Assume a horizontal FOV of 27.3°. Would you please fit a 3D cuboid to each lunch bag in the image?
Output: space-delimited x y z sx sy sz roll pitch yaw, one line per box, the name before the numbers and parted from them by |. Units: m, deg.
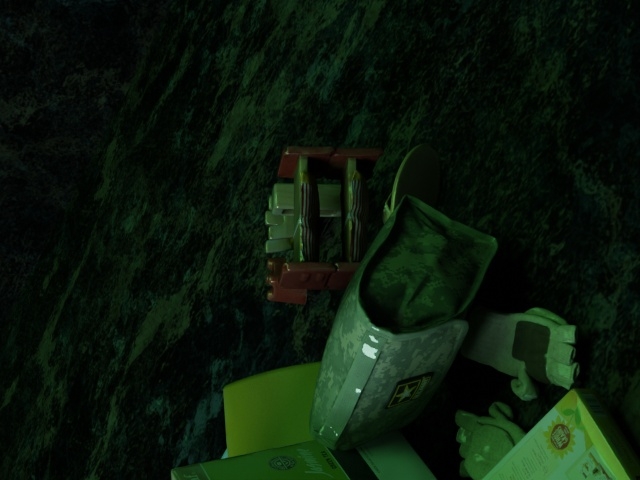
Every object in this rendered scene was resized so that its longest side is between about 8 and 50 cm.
lunch bag | 0.095 0.121 1.723 0.287 0.169 0.235 -57 -7 -49

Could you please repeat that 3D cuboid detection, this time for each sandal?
sandal | 0.117 -0.028 1.987 0.079 0.088 0.240 -2 78 53

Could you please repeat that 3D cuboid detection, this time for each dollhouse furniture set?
dollhouse furniture set | 0.000 0.000 2.111 0.374 0.152 0.201 114 157 -73

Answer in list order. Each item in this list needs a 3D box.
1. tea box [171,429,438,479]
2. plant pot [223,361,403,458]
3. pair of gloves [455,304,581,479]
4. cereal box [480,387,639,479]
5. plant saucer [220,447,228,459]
tea box | 0.009 0.426 1.636 0.329 0.324 0.220 -131 39 -58
plant pot | 0.004 0.291 1.907 0.187 0.212 0.212 -34 45 32
pair of gloves | 0.251 0.203 1.682 0.204 0.042 0.240 2 81 55
cereal box | 0.276 0.312 1.542 0.240 0.047 0.173 -52 48 32
plant saucer | -0.118 0.449 2.149 0.317 0.044 0.317 -49 30 41
